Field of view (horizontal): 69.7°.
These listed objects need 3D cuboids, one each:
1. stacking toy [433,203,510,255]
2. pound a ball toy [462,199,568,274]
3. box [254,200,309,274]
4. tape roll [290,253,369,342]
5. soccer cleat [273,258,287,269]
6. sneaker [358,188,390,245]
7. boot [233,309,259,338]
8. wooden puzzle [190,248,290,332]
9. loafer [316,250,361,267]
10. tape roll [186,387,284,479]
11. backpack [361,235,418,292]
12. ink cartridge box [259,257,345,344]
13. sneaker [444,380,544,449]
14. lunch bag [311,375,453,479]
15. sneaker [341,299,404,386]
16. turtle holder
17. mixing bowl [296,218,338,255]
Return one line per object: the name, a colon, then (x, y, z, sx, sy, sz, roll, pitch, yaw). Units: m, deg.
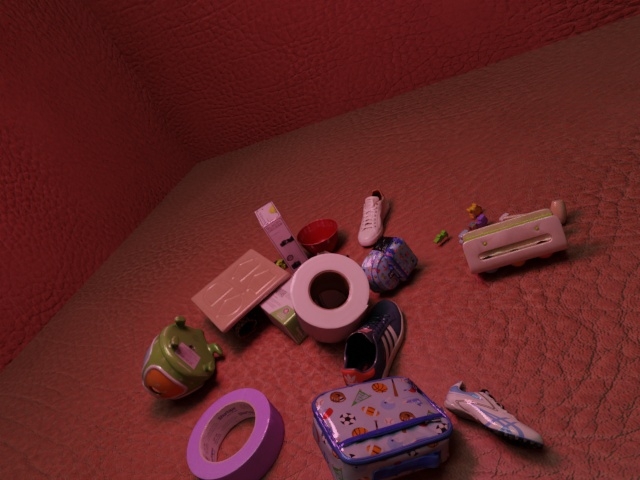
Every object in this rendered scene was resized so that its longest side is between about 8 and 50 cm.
stacking toy: (0.523, -0.033, 1.576, 0.221, 0.052, 0.167, -39, 29, -11)
pound a ball toy: (0.607, -0.002, 1.403, 0.318, 0.136, 0.208, -18, 8, 20)
box: (-0.148, 0.000, 1.879, 0.087, 0.290, 0.169, -32, 29, -2)
tape roll: (0.031, 0.185, 1.459, 0.245, 0.169, 0.246, -1, 63, 2)
soccer cleat: (-0.216, 0.143, 1.967, 0.179, 0.060, 0.072, -43, 22, -32)
sneaker: (0.202, -0.101, 1.887, 0.105, 0.123, 0.290, -9, 38, 29)
boot: (-0.269, 0.268, 1.803, 0.236, 0.085, 0.178, -40, 36, -15)
wooden puzzle: (-0.308, 0.196, 1.787, 0.322, 0.081, 0.347, -41, 33, -19)
loafer: (0.074, 0.098, 1.751, 0.087, 0.095, 0.251, -30, 33, -22)
tape roll: (-0.243, 0.569, 1.322, 0.274, 0.090, 0.275, -22, 31, 14)
backpack: (0.225, 0.090, 1.546, 0.116, 0.158, 0.173, 1, 45, 53)
ink cartridge box: (-0.054, 0.209, 1.658, 0.273, 0.115, 0.198, -41, 32, -17)
sneaker: (0.386, 0.387, 1.030, 0.237, 0.085, 0.086, 15, 68, 52)
lunch bag: (0.144, 0.431, 1.055, 0.303, 0.115, 0.243, -7, 20, -21)
sneaker: (0.150, 0.281, 1.337, 0.131, 0.148, 0.350, -12, 35, 30)
turtle holder: (-0.516, 0.416, 1.646, 0.227, 0.243, 0.320, -46, 38, 8)
mixing bowl: (0.000, 0.000, 1.926, 0.181, 0.098, 0.182, -15, 32, 10)
